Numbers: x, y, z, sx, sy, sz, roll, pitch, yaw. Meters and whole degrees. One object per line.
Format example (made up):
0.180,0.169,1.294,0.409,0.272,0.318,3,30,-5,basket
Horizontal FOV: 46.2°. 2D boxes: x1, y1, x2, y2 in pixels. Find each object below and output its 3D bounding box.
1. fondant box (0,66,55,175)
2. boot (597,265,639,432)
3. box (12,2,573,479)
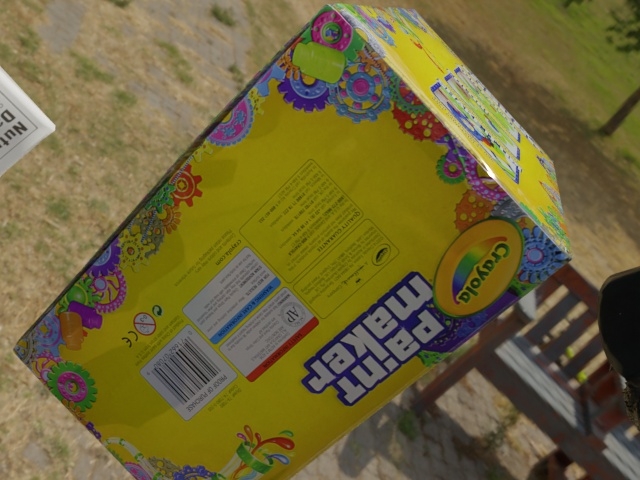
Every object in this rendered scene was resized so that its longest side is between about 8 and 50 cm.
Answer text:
-0.252,-0.152,0.214,0.238,0.096,0.330,43,-10,24,fondant box
0.286,0.098,0.420,0.094,0.207,0.247,-21,77,-29,boot
0.000,0.000,0.535,0.177,0.290,0.279,46,22,-2,box
